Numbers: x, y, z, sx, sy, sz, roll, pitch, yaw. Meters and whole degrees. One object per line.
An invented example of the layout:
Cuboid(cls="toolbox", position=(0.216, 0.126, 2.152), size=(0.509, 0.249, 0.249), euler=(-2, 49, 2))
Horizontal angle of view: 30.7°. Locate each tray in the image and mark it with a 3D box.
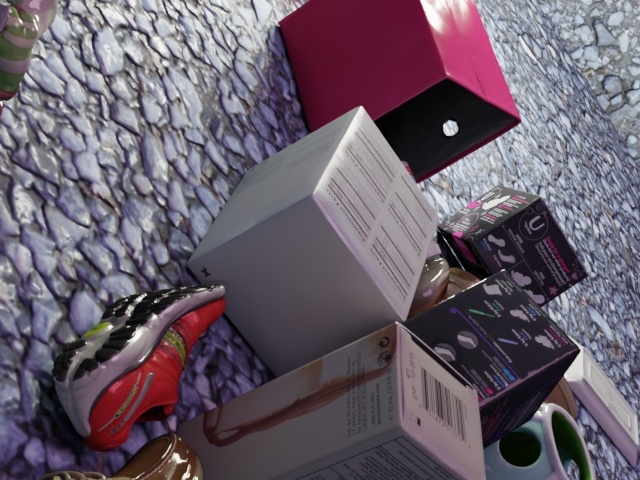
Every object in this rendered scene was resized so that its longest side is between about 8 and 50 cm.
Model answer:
Cuboid(cls="tray", position=(0.569, 0.317, 2.331), size=(0.270, 0.030, 0.145), euler=(49, 31, -22))

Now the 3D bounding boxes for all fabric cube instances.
Cuboid(cls="fabric cube", position=(0.127, -0.270, 1.884), size=(0.259, 0.254, 0.258), euler=(18, 48, -52))

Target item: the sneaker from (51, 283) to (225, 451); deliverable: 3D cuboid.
Cuboid(cls="sneaker", position=(-0.180, 0.127, 1.208), size=(0.279, 0.107, 0.118), euler=(-41, 120, -58))

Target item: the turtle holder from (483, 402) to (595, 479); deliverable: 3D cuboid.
Cuboid(cls="turtle holder", position=(0.244, 0.300, 1.590), size=(0.243, 0.227, 0.320), euler=(48, 31, -23))

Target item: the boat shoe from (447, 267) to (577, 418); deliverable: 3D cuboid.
Cuboid(cls="boat shoe", position=(0.285, 0.198, 1.896), size=(0.341, 0.122, 0.110), euler=(48, 69, -16))

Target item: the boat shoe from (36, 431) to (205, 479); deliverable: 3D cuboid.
Cuboid(cls="boat shoe", position=(-0.207, 0.253, 0.998), size=(0.120, 0.122, 0.324), euler=(54, 28, -9))

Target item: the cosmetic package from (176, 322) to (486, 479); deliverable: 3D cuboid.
Cuboid(cls="cosmetic package", position=(0.003, 0.220, 1.188), size=(0.153, 0.296, 0.129), euler=(42, 33, -36))

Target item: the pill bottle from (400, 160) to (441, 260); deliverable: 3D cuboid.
Cuboid(cls="pill bottle", position=(0.130, -0.039, 1.853), size=(0.087, 0.087, 0.160), euler=(-10, 73, -61))

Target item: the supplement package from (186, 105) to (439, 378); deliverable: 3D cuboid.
Cuboid(cls="supplement package", position=(0.000, 0.000, 1.481), size=(0.198, 0.199, 0.262), euler=(53, 29, -16))

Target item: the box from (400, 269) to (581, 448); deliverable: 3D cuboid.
Cuboid(cls="box", position=(0.148, 0.175, 1.388), size=(0.270, 0.165, 0.143), euler=(-24, 61, -35))

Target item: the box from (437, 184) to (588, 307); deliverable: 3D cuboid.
Cuboid(cls="box", position=(0.319, 0.015, 1.957), size=(0.163, 0.142, 0.247), euler=(57, -1, -10))

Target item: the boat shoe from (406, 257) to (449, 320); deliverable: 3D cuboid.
Cuboid(cls="boat shoe", position=(0.132, 0.092, 1.629), size=(0.324, 0.123, 0.116), euler=(-39, 111, -85))

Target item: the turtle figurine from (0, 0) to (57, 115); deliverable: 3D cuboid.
Cuboid(cls="turtle figurine", position=(-0.354, -0.204, 1.081), size=(0.274, 0.198, 0.266), euler=(51, 26, -27))
